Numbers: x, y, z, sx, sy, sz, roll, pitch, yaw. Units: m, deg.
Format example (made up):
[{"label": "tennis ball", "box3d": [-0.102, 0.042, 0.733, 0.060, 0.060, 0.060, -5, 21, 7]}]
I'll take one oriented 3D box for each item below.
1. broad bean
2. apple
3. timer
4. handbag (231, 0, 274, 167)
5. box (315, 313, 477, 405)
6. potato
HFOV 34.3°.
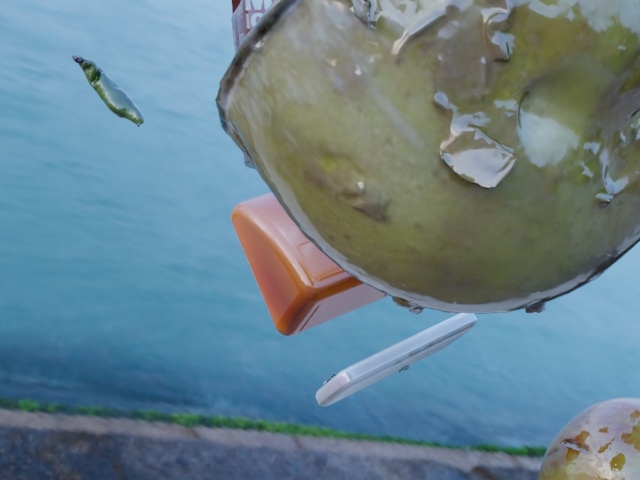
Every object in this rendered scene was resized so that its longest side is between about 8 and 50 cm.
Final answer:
[{"label": "broad bean", "box3d": [-0.435, -0.308, 2.134, 0.195, 0.046, 0.061, 47, 12, -6]}, {"label": "apple", "box3d": [0.473, 0.382, 1.637, 0.264, 0.264, 0.264, 19, 15, -5]}, {"label": "timer", "box3d": [0.000, 0.000, 1.869, 0.257, 0.161, 0.250, -20, 69, -26]}, {"label": "handbag", "box3d": [-0.026, -0.244, 1.368, 0.171, 0.298, 0.151, -4, 3, -11]}, {"label": "box", "box3d": [0.128, 0.197, 1.746, 0.285, 0.142, 0.044, -22, 74, -28]}, {"label": "potato", "box3d": [0.173, -0.122, 0.898, 0.319, 0.442, 0.385, 49, -7, 7]}]
